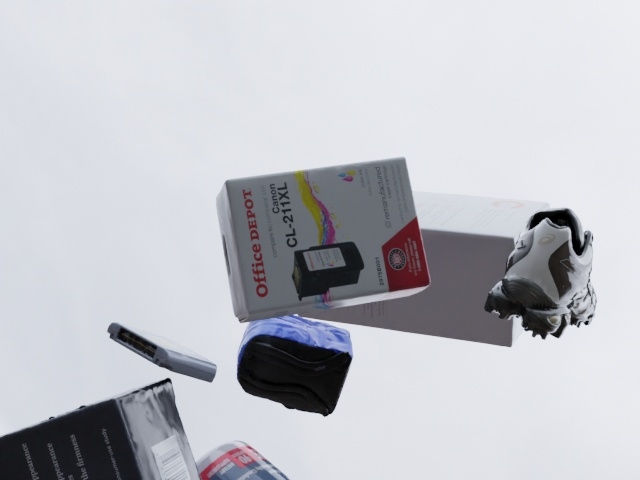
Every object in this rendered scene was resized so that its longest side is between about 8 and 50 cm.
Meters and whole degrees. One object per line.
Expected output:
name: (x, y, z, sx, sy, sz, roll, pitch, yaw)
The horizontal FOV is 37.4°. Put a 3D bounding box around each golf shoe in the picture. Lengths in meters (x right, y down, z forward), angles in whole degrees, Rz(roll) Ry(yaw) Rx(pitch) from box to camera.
golf shoe: (0.195, 0.020, 0.766, 0.077, 0.198, 0.094, 22, -79, 17)

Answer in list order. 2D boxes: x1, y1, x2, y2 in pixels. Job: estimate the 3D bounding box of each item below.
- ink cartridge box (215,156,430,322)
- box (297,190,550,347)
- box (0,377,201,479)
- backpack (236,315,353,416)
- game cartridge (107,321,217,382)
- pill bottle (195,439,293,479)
ink cartridge box: (0.000, 0.000, 0.885, 0.072, 0.175, 0.128, 142, -62, -74)
box: (0.158, 0.029, 1.466, 0.345, 0.215, 0.168, 6, -72, 26)
box: (-0.187, 0.201, 0.646, 0.108, 0.207, 0.153, 8, 64, -80)
backpack: (-0.035, 0.134, 1.070, 0.120, 0.101, 0.098, 12, -69, -10)
game cartridge: (-0.115, 0.083, 0.701, 0.083, 0.017, 0.056, 18, -9, 46)
pill bottle: (-0.033, 0.253, 0.755, 0.180, 0.108, 0.108, 33, -38, 28)
